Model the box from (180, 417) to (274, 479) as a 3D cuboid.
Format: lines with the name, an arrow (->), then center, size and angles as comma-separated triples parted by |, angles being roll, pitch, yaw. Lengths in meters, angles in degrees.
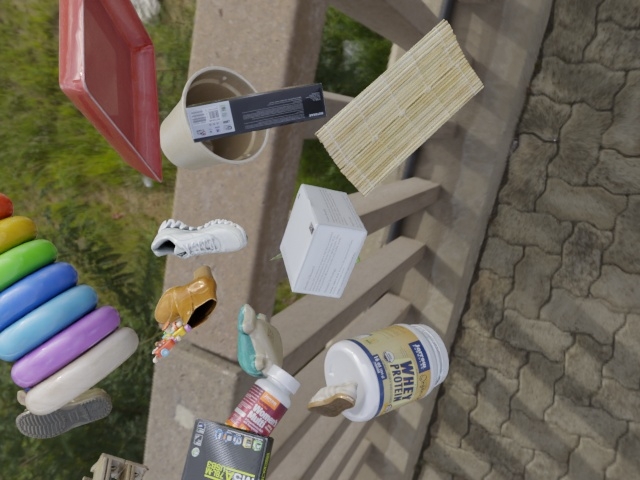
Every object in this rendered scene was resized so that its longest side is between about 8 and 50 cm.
box -> -0.213, 0.512, 1.233 | 0.190, 0.045, 0.184 | 8, 75, 21

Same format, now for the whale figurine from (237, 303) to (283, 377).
whale figurine -> -0.218, 0.325, 1.767 | 0.141, 0.216, 0.272 | -14, 133, 12

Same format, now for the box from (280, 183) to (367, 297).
box -> 0.000, 0.000, 1.231 | 0.118, 0.181, 0.182 | 10, 120, -20

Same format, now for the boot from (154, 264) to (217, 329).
boot -> -0.453, 0.232, 1.833 | 0.104, 0.211, 0.295 | 36, 108, -31

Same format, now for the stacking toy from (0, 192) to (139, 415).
stacking toy -> -0.360, 0.030, 0.636 | 0.141, 0.141, 0.330 | -31, 97, 25

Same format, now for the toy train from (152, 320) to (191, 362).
toy train -> -0.400, 0.253, 1.425 | 0.046, 0.125, 0.166 | 52, 157, -11

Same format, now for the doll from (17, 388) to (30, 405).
doll -> -0.576, 0.289, 1.219 | 0.128, 0.189, 0.046 | 9, 117, 16

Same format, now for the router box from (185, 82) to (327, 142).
router box -> -0.161, -0.310, 1.324 | 0.308, 0.243, 0.081 | -13, 107, -8

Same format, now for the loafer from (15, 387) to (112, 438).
loafer -> -0.415, 0.281, 0.904 | 0.147, 0.050, 0.056 | -9, 103, -11

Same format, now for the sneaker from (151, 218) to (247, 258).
sneaker -> -0.353, 0.007, 1.602 | 0.291, 0.118, 0.110 | -1, 120, 17

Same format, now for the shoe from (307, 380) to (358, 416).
shoe -> 0.035, 0.427, 1.481 | 0.076, 0.058, 0.219 | 31, 144, -15

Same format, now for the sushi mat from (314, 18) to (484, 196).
sushi mat -> 0.146, -0.232, 0.981 | 0.316, 0.019, 0.151 | -43, 119, -6

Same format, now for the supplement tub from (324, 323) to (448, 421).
supplement tub -> 0.194, 0.371, 1.607 | 0.228, 0.316, 0.229 | 20, 115, 53

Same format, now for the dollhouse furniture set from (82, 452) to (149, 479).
dollhouse furniture set -> -0.531, 0.652, 1.368 | 0.128, 0.129, 0.184 | 30, 111, -26

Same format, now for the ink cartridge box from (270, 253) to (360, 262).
ink cartridge box -> -0.022, 0.068, 1.913 | 0.188, 0.255, 0.097 | -28, 75, 62

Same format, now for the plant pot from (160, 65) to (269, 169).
plant pot -> -0.399, -0.389, 1.935 | 0.305, 0.333, 0.334 | -15, 94, 48

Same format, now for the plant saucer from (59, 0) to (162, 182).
plant saucer -> -0.287, -0.242, 0.759 | 0.047, 0.259, 0.259 | -9, 72, 0

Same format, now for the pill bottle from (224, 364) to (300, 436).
pill bottle -> -0.161, 0.469, 1.555 | 0.121, 0.121, 0.221 | 33, 71, 14
